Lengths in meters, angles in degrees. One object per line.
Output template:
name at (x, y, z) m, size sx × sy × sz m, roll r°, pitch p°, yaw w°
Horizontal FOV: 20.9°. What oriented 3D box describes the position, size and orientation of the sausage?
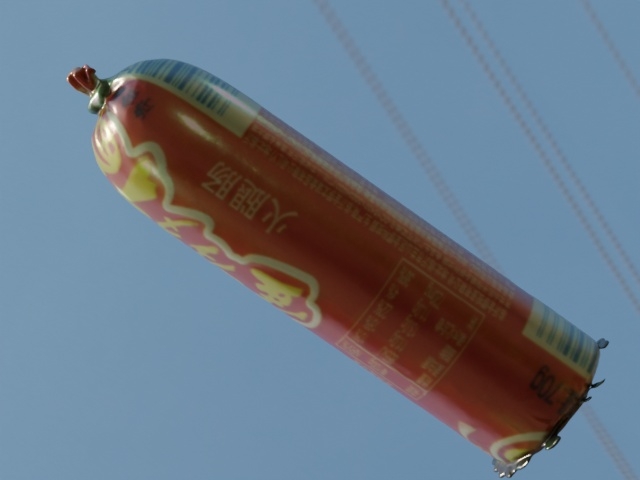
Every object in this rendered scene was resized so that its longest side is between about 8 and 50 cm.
sausage at (0.000, 0.000, 0.765) m, size 0.264 × 0.083 × 0.083 m, roll 35°, pitch -98°, yaw -5°
